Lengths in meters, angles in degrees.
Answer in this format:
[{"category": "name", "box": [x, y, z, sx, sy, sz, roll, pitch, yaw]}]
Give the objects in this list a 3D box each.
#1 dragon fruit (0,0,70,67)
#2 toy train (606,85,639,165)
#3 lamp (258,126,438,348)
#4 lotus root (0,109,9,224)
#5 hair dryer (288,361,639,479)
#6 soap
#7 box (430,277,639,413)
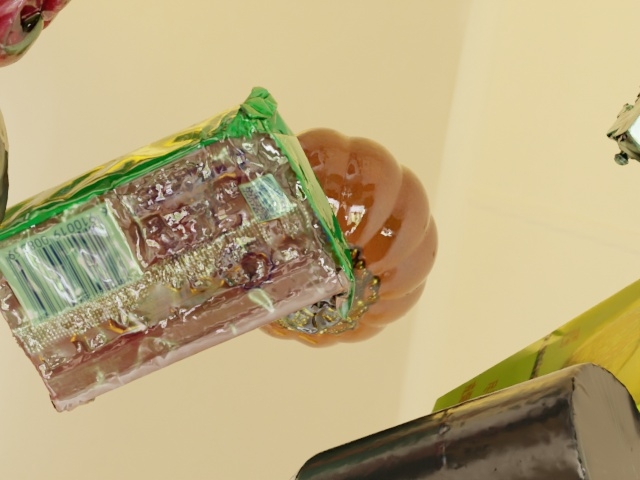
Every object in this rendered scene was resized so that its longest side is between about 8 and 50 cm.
[{"category": "dragon fruit", "box": [-0.284, -0.224, 1.136, 0.218, 0.198, 0.273, 25, -105, 28]}, {"category": "toy train", "box": [0.164, -0.058, 0.691, 0.053, 0.033, 0.083, -51, 179, -4]}, {"category": "lamp", "box": [0.000, 0.000, 1.337, 0.196, 0.223, 0.223, -82, -168, -52]}, {"category": "lotus root", "box": [-0.284, -0.063, 0.761, 0.260, 0.267, 0.149, -50, -168, 38]}, {"category": "hair dryer", "box": [0.052, 0.228, 0.691, 0.244, 0.116, 0.302, -25, -135, 28]}, {"category": "soap", "box": [-0.130, 0.008, 1.110, 0.098, 0.273, 0.218, -92, 156, -68]}, {"category": "box", "box": [0.190, 0.105, 0.987, 0.335, 0.047, 0.187, -37, -168, 34]}]
